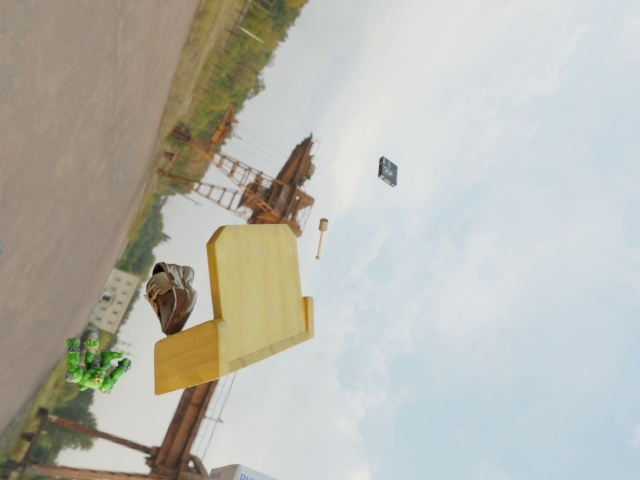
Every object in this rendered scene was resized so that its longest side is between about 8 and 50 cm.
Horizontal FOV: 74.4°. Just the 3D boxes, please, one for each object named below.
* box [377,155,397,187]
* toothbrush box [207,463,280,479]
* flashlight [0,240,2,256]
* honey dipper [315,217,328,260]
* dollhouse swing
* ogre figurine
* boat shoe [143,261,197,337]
[{"bbox_3d":[0.210,-0.214,1.310,0.018,0.067,0.083,-33,-143,44],"label":"box"},{"bbox_3d":[-0.108,0.532,0.638,0.126,0.216,0.295,-40,-156,45],"label":"toothbrush box"},{"bbox_3d":[-1.099,0.015,1.198,0.103,0.304,0.103,-35,-119,22],"label":"flashlight"},{"bbox_3d":[0.000,0.000,1.405,0.030,0.030,0.160,-99,-163,-56],"label":"honey dipper"},{"bbox_3d":[-0.218,0.153,1.032,0.315,0.347,0.305,-24,-100,31],"label":"dollhouse swing"},{"bbox_3d":[-0.643,0.364,1.206,0.097,0.197,0.118,-9,-129,11],"label":"ogre figurine"},{"bbox_3d":[-0.394,0.145,1.079,0.123,0.116,0.324,-62,-155,6],"label":"boat shoe"}]
